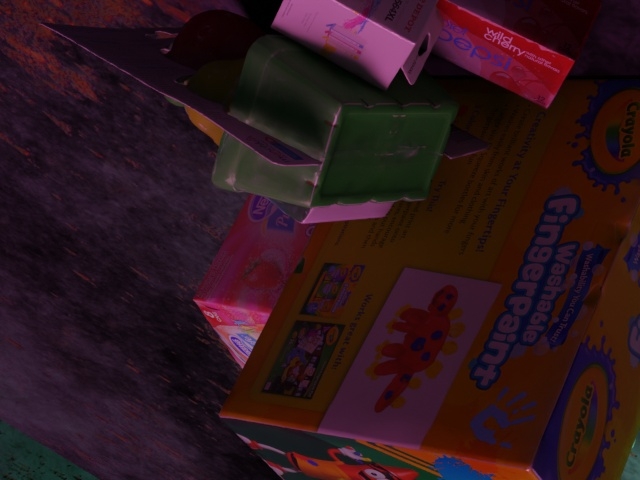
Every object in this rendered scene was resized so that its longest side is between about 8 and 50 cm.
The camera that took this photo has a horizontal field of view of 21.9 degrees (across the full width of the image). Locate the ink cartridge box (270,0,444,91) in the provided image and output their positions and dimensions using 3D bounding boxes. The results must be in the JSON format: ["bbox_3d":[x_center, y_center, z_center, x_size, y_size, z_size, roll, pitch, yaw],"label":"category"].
[{"bbox_3d":[0.044,-0.215,1.515,0.143,0.092,0.090,28,151,-3],"label":"ink cartridge box"}]

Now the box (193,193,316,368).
[{"bbox_3d":[0.000,0.000,1.892,0.142,0.300,0.154,10,149,31],"label":"box"}]

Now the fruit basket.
[{"bbox_3d":[-0.056,-0.142,1.658,0.353,0.165,0.327,24,-161,36],"label":"fruit basket"}]

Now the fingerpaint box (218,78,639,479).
[{"bbox_3d":[0.165,0.054,1.675,0.371,0.445,0.163,4,146,38],"label":"fingerpaint box"}]

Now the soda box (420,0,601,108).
[{"bbox_3d":[0.129,-0.234,1.594,0.263,0.083,0.092,26,151,2],"label":"soda box"}]

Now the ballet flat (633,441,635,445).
[{"bbox_3d":[0.250,0.243,2.314,0.400,0.139,0.139,13,150,25],"label":"ballet flat"}]
